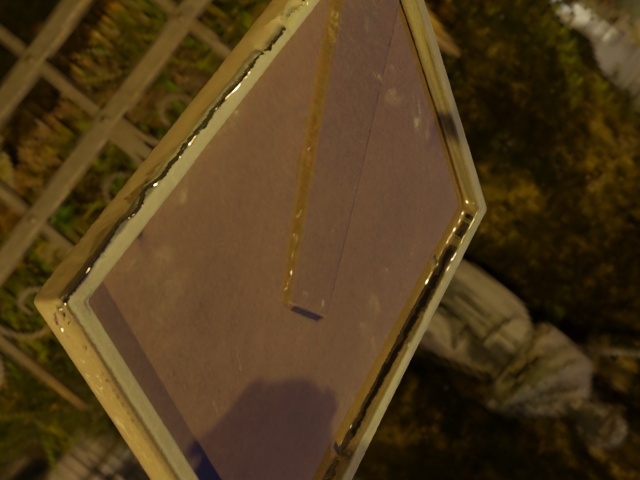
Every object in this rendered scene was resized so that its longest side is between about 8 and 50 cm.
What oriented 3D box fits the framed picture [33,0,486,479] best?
[{"bbox_3d":[0.000,0.000,0.596,0.315,0.024,0.232,-57,138,-38],"label":"framed picture"}]
